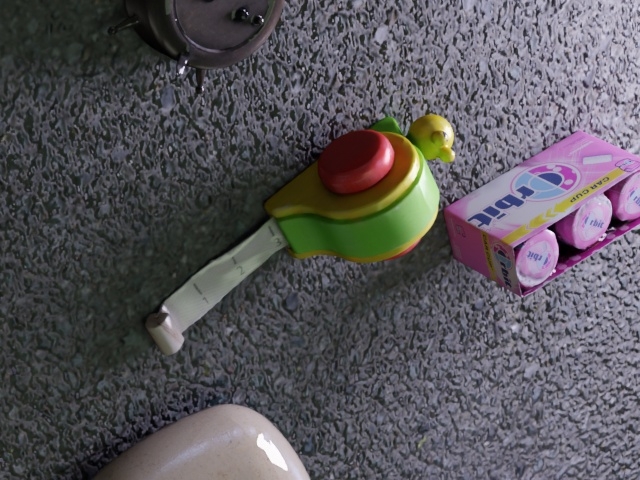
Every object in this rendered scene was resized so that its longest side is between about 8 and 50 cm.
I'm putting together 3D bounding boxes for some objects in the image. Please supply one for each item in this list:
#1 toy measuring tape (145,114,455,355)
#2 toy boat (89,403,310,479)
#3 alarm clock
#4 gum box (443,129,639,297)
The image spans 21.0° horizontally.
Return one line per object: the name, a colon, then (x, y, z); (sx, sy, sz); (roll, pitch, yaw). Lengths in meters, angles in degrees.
toy measuring tape: (0.000, 0.000, 1.514); (0.330, 0.121, 0.121); (-39, 128, -15)
toy boat: (-0.102, 0.323, 1.555); (0.267, 0.148, 0.318); (-32, 101, -23)
alarm clock: (-0.080, -0.221, 1.396); (0.129, 0.064, 0.192); (31, 87, -40)
gum box: (0.228, -0.031, 1.666); (0.188, 0.107, 0.062); (-30, 125, -22)
